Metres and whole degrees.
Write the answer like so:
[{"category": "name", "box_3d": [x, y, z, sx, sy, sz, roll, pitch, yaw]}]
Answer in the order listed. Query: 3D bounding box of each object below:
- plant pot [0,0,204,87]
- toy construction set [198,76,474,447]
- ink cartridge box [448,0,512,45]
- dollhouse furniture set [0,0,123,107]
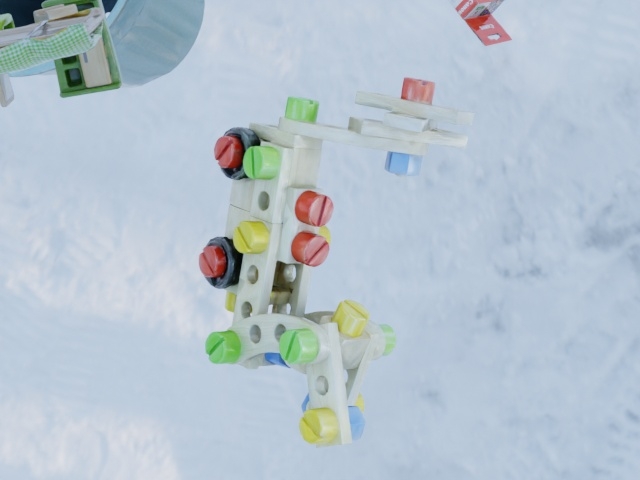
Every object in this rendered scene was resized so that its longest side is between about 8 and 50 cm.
[{"category": "plant pot", "box_3d": [-0.341, -0.370, 1.745, 0.341, 0.334, 0.341, -1, 85, 17]}, {"category": "toy construction set", "box_3d": [0.000, 0.000, 1.073, 0.151, 0.215, 0.328, 20, 90, -44]}, {"category": "ink cartridge box", "box_3d": [0.167, -0.265, 1.319, 0.115, 0.063, 0.029, 54, 129, 11]}, {"category": "dollhouse furniture set", "box_3d": [-0.146, -0.095, 0.666, 0.076, 0.152, 0.059, -10, 109, 2]}]
